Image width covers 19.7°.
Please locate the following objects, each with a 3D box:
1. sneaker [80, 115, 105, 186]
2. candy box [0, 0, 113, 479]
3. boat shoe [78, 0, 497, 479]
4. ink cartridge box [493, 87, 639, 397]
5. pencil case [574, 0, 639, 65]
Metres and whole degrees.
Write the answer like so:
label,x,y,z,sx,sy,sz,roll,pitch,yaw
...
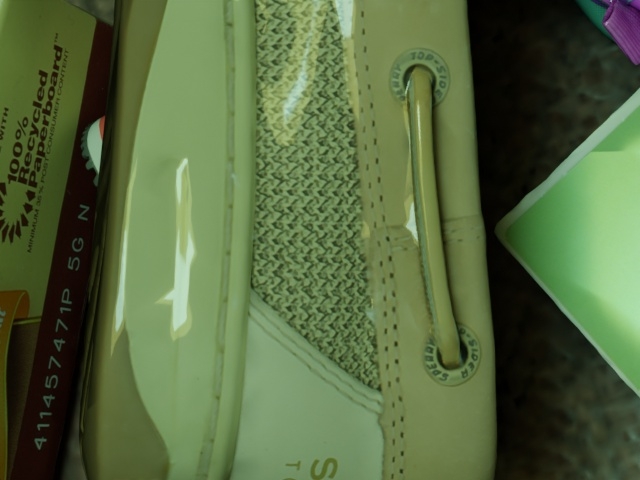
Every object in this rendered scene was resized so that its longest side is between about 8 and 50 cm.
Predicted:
label,x,y,z,sx,sy,sz,roll,pitch,yaw
sneaker,0.000,0.000,0.525,0.075,0.057,0.161,-46,64,15
candy box,-0.229,-0.004,0.606,0.316,0.087,0.183,9,84,25
boat shoe,0.004,-0.099,0.480,0.110,0.121,0.341,5,83,-7
ink cartridge box,0.180,0.030,0.443,0.171,0.056,0.235,-44,66,10
pencil case,0.127,-0.111,0.485,0.064,0.070,0.152,41,102,-18
